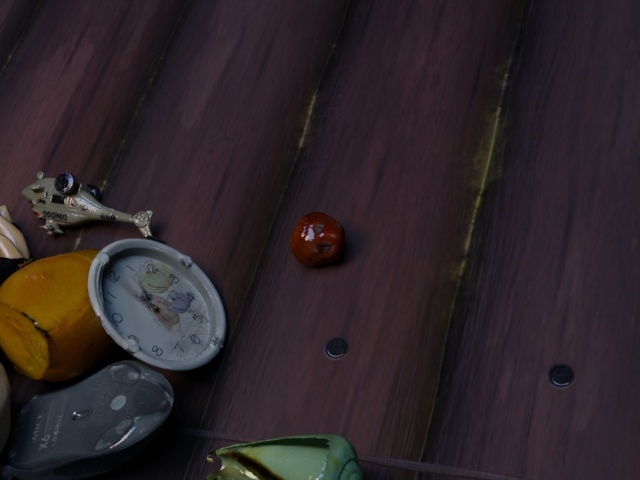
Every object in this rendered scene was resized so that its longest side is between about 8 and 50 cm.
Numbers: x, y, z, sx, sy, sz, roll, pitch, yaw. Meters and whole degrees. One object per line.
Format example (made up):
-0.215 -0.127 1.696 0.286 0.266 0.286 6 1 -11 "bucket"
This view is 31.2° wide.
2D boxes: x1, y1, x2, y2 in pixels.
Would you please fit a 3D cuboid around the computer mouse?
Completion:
-0.374 0.287 1.689 0.379 0.090 0.167 -14 42 20 "computer mouse"

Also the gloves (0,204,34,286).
-0.540 0.056 1.858 0.197 0.152 0.301 -38 48 36 "gloves"

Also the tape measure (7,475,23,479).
-0.379 0.462 1.459 0.138 0.259 0.262 -28 57 -4 "tape measure"

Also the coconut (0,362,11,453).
-0.635 0.211 1.602 0.346 0.360 0.346 -23 33 16 "coconut"

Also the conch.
-0.059 0.328 1.532 0.251 0.137 0.143 -1 56 15 "conch"

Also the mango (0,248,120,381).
-0.372 0.106 1.764 0.187 0.138 0.257 44 39 16 "mango"

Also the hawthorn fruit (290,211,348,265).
0.000 0.000 1.795 0.093 0.093 0.093 -8 53 10 "hawthorn fruit"

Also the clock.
-0.252 0.105 1.734 0.053 0.236 0.236 -46 40 37 "clock"

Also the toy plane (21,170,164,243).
-0.393 -0.050 1.939 0.286 0.092 0.108 10 80 23 "toy plane"
